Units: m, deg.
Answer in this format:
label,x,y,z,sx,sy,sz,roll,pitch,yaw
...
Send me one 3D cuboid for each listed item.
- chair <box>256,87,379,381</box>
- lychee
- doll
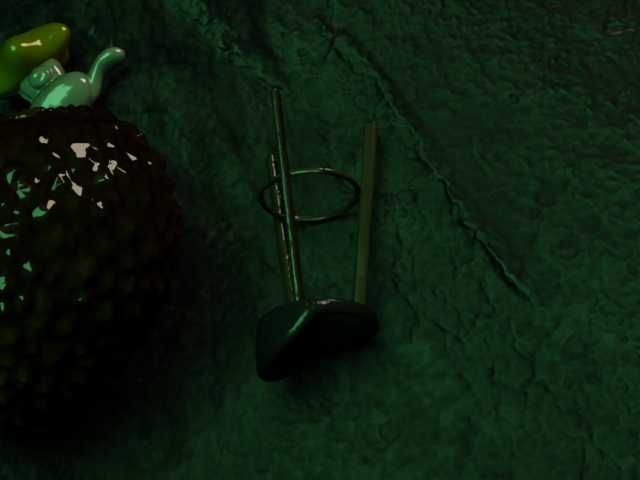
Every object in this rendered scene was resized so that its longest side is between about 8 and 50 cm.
label,x,y,z,sx,sy,sz,roll,pitch,yaw
chair,-0.001,0.000,0.910,0.095,0.104,0.222,1,63,-1
lychee,-0.236,0.023,0.892,0.267,0.267,0.268,-7,64,14
doll,-0.240,-0.144,1.066,0.135,0.071,0.113,-19,70,3
